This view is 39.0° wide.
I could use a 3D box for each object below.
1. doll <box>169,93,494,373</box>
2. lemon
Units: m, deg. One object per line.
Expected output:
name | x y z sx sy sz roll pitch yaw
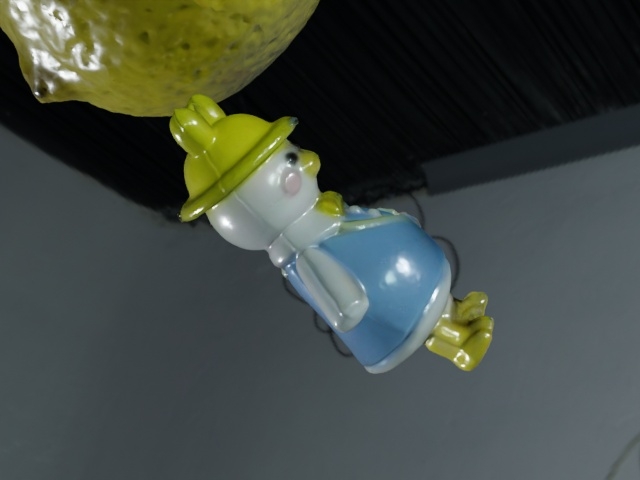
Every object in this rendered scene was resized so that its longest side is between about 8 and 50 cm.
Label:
doll | 0.001 0.000 0.569 0.099 0.241 0.135 -36 16 49
lemon | -0.109 -0.218 0.604 0.267 0.267 0.267 -28 41 27
